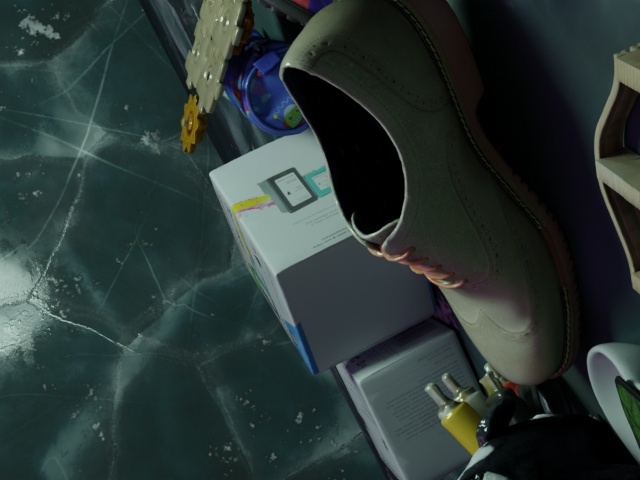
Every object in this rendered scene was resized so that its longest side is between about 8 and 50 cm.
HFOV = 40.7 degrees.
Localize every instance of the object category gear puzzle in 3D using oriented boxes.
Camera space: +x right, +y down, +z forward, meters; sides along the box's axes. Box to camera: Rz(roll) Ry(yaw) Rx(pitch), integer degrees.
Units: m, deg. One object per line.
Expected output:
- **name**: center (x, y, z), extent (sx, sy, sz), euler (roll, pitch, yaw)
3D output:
- **gear puzzle**: center (-0.133, -0.264, 1.182), extent (0.339, 0.044, 0.175), euler (-68, 30, 27)

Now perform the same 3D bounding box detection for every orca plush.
- **orca plush**: center (0.211, 0.204, 0.691), extent (0.102, 0.287, 0.151), euler (-8, 74, 41)

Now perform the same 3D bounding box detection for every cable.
- **cable**: center (0.220, 0.236, 0.824), extent (0.287, 0.139, 0.072), euler (61, 138, 20)

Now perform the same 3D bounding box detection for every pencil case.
- **pencil case**: center (-0.092, -0.245, 1.268), extent (0.133, 0.119, 0.306), euler (61, 173, -26)

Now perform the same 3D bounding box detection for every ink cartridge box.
- **ink cartridge box**: center (0.000, 0.000, 1.200), extent (0.270, 0.197, 0.198), euler (53, 165, 50)

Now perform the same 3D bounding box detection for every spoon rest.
- **spoon rest**: center (0.239, 0.109, 0.573), extent (0.137, 0.084, 0.276), euler (60, 169, 22)

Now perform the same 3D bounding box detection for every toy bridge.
- **toy bridge**: center (0.202, -0.038, 0.549), extent (0.063, 0.026, 0.188), euler (55, 168, 52)

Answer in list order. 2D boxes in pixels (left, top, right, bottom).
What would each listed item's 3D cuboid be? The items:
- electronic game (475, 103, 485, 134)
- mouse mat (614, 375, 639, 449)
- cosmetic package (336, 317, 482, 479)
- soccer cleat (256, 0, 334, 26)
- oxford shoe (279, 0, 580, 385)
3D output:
- **electronic game**: center (0.087, -0.138, 0.823), extent (0.229, 0.048, 0.229), euler (61, 170, 18)
- **mouse mat**: center (0.226, 0.182, 0.500), extent (0.152, 0.007, 0.190), euler (-98, -15, -80)
- **cosmetic package**: center (0.134, 0.222, 1.219), extent (0.184, 0.151, 0.151), euler (65, 171, -11)
- **soccer cleat**: center (-0.078, -0.355, 0.988), extent (0.318, 0.116, 0.108), euler (44, -164, 20)
- **oxford shoe**: center (0.088, -0.014, 0.709), extent (0.140, 0.146, 0.397), euler (-5, 123, 51)
